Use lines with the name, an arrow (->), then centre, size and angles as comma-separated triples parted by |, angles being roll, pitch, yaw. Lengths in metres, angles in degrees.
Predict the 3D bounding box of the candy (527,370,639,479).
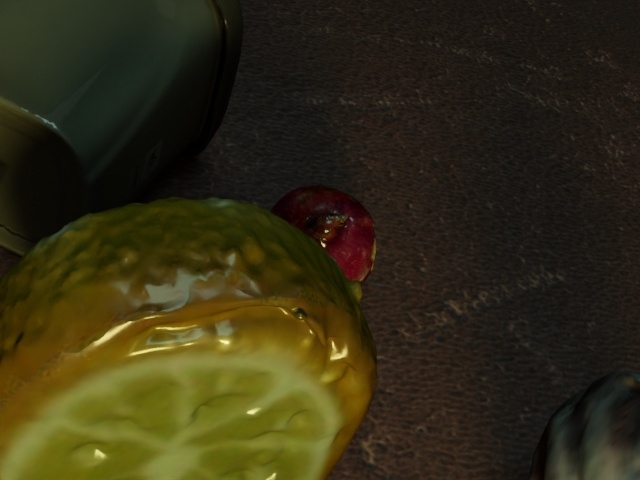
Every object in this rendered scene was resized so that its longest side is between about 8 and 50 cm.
candy -> 0.225, 0.220, 0.610 | 0.157, 0.214, 0.290 | 12, 45, -11

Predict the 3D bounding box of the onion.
onion -> 0.000, 0.000, 0.840 | 0.107, 0.097, 0.107 | 5, 62, -9

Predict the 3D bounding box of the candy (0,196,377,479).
candy -> -0.091, 0.091, 0.573 | 0.259, 0.260, 0.118 | -1, 41, -26

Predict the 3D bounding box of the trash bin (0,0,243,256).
trash bin -> -0.211, -0.131, 0.801 | 0.219, 0.220, 0.250 | 25, 47, 5
